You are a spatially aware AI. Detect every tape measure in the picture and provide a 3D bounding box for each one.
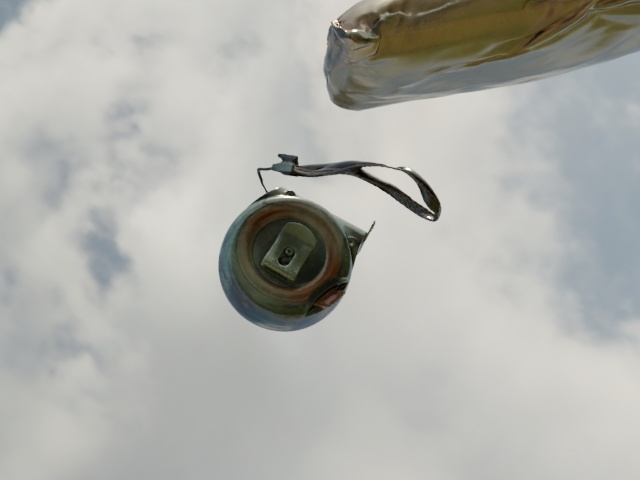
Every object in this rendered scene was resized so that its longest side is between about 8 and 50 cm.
[{"bbox_3d":[-0.003,-0.002,1.158,0.104,0.180,0.107,33,-114,-12],"label":"tape measure"}]

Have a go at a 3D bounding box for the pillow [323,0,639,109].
[{"bbox_3d":[0.128,-0.133,0.986,0.270,0.173,0.067,-15,-96,-9],"label":"pillow"}]
